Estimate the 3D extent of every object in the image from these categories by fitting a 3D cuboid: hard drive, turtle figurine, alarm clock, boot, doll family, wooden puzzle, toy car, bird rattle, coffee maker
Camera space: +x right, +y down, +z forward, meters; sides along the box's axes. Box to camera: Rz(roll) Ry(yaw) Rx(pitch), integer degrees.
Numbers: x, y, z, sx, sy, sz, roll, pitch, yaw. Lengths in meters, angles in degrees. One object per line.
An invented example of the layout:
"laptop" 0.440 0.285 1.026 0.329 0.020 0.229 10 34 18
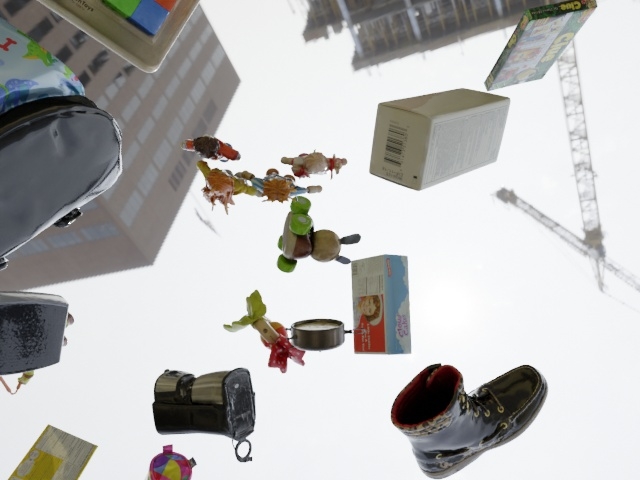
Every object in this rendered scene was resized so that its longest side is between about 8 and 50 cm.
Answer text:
"hard drive" -0.618 0.189 1.232 0.054 0.255 0.171 9 -91 26
"turtle figurine" -0.726 0.249 1.597 0.087 0.269 0.217 8 -168 9
"alarm clock" 0.014 0.225 1.474 0.192 0.064 0.129 -6 -175 -4
"boot" 0.344 0.375 1.422 0.377 0.284 0.138 -34 -137 1
"doll family" -0.094 -0.094 0.969 0.263 0.118 0.163 7 -173 -2
"wooden puzzle" -0.318 -0.503 0.997 0.347 0.322 0.080 -60 -150 -4
"toy car" 0.000 0.000 1.529 0.189 0.155 0.148 13 -142 -12
"bird rattle" -0.126 0.258 1.700 0.254 0.207 0.143 35 -94 20
"coffee maker" -0.225 0.330 1.176 0.178 0.120 0.171 -9 -114 27

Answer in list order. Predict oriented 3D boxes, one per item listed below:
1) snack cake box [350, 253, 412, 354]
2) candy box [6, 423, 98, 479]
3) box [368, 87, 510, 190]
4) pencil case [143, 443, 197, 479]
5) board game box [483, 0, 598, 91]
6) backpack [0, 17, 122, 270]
"snack cake box" 0.163 0.176 1.666 0.152 0.089 0.264 -14 -105 54
"candy box" -0.490 0.423 1.097 0.027 0.105 0.206 -58 -173 24
"box" 0.242 -0.209 1.218 0.121 0.147 0.311 24 -150 35
"pencil case" -0.354 0.557 1.373 0.105 0.236 0.104 18 -143 -14
"board game box" 0.430 -0.386 1.235 0.136 0.259 0.030 -16 -104 -6
"backpack" -0.449 -0.157 0.677 0.356 0.273 0.290 26 -139 17
